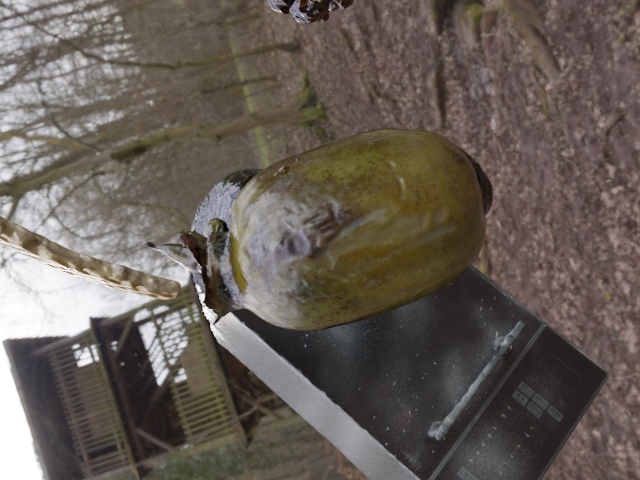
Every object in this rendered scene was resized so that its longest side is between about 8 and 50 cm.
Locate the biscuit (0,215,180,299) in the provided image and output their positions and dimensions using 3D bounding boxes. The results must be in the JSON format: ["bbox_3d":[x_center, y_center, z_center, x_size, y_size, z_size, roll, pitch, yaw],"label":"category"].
[{"bbox_3d":[-0.382,0.037,1.026,0.204,0.309,0.040,-16,52,68],"label":"biscuit"}]

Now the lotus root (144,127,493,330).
[{"bbox_3d":[0.001,0.002,0.513,0.154,0.278,0.154,164,90,-87],"label":"lotus root"}]

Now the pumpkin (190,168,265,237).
[{"bbox_3d":[-0.142,0.006,1.311,0.238,0.315,0.315,9,-129,-48],"label":"pumpkin"}]

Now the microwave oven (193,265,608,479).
[{"bbox_3d":[0.079,0.152,0.869,0.432,0.236,0.374,40,161,12],"label":"microwave oven"}]

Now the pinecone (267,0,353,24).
[{"bbox_3d":[-0.022,-0.603,1.451,0.244,0.244,0.309,69,-168,10],"label":"pinecone"}]
